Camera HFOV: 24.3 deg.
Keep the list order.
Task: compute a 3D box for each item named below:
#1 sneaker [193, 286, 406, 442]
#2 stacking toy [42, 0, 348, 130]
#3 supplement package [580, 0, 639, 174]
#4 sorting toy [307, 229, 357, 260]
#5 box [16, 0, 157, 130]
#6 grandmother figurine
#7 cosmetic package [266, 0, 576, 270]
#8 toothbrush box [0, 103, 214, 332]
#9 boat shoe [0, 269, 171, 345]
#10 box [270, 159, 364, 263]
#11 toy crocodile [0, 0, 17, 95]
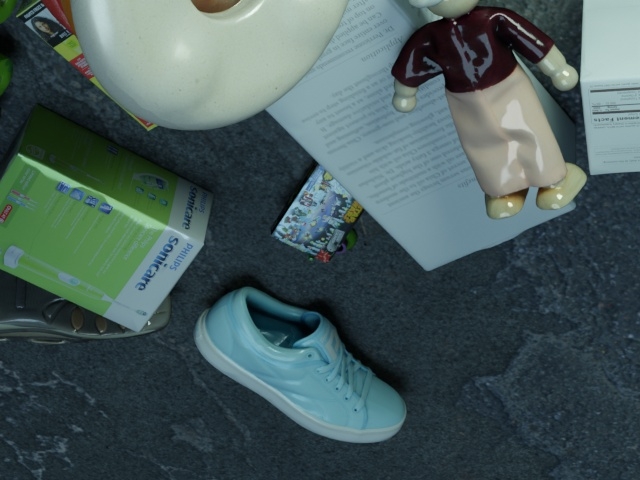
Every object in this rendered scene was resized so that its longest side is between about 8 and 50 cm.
[{"bbox_3d":[-0.007,0.188,2.243,0.366,0.135,0.150,26,139,-17],"label":"sneaker"},{"bbox_3d":[-0.222,-0.347,1.574,0.480,0.350,0.351,30,154,41],"label":"stacking toy"},{"bbox_3d":[0.431,-0.197,1.672,0.261,0.204,0.145,-2,135,14],"label":"supplement package"},{"bbox_3d":[0.000,0.000,2.103,0.102,0.042,0.061,24,137,-14],"label":"sorting toy"},{"bbox_3d":[-0.268,-0.244,1.883,0.087,0.058,0.232,-26,127,33],"label":"box"},{"bbox_3d":[0.172,-0.183,1.616,0.207,0.104,0.342,-15,123,15],"label":"grandmother figurine"},{"bbox_3d":[0.095,-0.185,1.790,0.230,0.161,0.453,-24,127,31],"label":"cosmetic package"},{"bbox_3d":[-0.324,-0.026,2.069,0.283,0.122,0.206,27,127,-16],"label":"toothbrush box"},{"bbox_3d":[-0.399,0.093,2.255,0.355,0.132,0.130,5,163,1],"label":"boat shoe"},{"bbox_3d":[0.005,-0.043,2.037,0.094,0.027,0.137,25,118,-16],"label":"box"},{"bbox_3d":[-0.453,-0.261,1.849,0.115,0.105,0.341,27,138,10],"label":"toy crocodile"}]
